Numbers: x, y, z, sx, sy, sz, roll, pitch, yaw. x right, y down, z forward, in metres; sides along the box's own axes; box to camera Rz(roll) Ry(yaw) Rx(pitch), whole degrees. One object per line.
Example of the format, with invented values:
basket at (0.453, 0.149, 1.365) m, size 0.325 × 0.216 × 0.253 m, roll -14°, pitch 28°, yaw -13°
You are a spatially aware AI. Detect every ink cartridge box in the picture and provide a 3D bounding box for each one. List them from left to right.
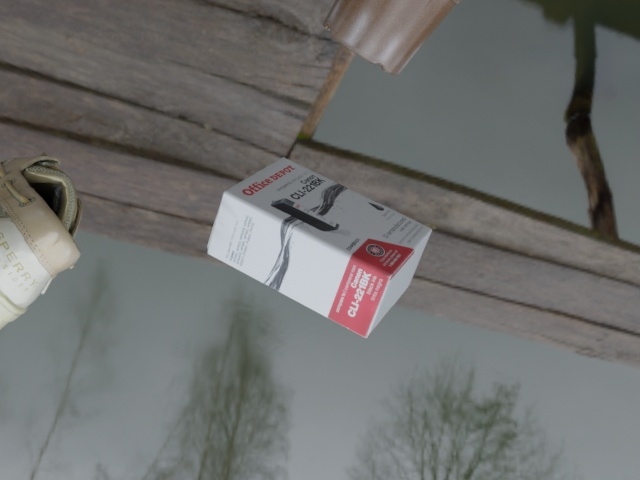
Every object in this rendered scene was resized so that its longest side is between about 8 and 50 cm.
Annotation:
ink cartridge box at (0.000, 0.000, 1.189) m, size 0.272 × 0.197 × 0.114 m, roll 26°, pitch 119°, yaw 14°

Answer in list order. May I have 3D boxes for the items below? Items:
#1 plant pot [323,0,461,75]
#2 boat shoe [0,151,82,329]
plant pot at (0.098, -0.321, 1.056) m, size 0.167 × 0.167 × 0.165 m, roll 24°, pitch 112°, yaw -27°
boat shoe at (-0.246, -0.020, 0.673) m, size 0.098 × 0.302 × 0.109 m, roll -33°, pitch 111°, yaw -6°
